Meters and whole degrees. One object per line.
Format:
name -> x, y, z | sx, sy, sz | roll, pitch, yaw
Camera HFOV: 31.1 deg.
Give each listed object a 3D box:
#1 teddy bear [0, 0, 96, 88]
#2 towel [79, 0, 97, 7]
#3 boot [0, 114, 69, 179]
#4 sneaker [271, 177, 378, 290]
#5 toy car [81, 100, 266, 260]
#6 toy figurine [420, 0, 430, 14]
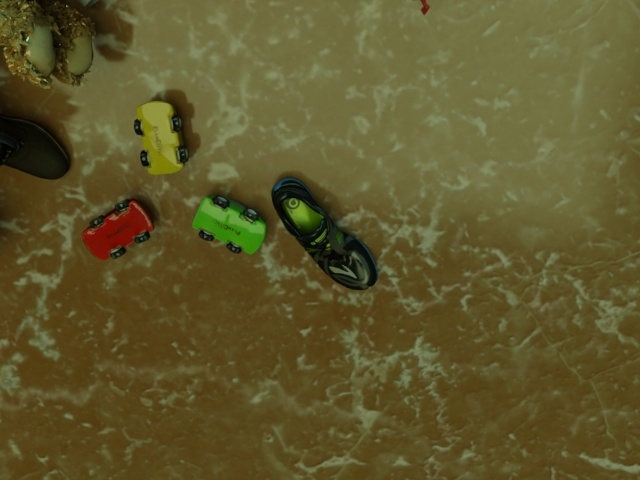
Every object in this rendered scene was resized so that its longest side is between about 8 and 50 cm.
teddy bear -> -0.397, -0.320, 1.383 | 0.113, 0.245, 0.338 | -33, 104, 24
towel -> -0.268, -0.469, 1.335 | 0.332, 0.053, 0.317 | -21, 105, 44
boot -> -0.407, -0.112, 1.469 | 0.082, 0.106, 0.219 | -43, 133, 18
sneaker -> 0.000, 0.000, 1.525 | 0.067, 0.078, 0.188 | -40, 100, 15
toy car -> -0.177, -0.049, 1.540 | 0.225, 0.053, 0.239 | 25, 108, -3
toy figurine -> 0.003, -0.439, 1.382 | 0.363, 0.191, 0.217 | 16, 69, 21
